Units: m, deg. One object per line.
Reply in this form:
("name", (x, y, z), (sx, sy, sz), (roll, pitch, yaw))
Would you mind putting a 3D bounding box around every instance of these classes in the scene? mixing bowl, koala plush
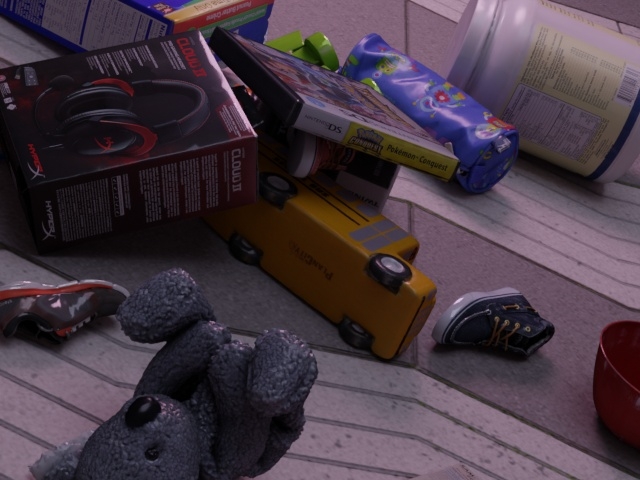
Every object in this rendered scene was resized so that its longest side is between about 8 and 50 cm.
("mixing bowl", (0.400, 0.191, 1.726), (0.181, 0.098, 0.181), (18, 29, -10))
("koala plush", (-0.136, 0.183, 1.304), (0.196, 0.203, 0.221), (27, 49, 22))

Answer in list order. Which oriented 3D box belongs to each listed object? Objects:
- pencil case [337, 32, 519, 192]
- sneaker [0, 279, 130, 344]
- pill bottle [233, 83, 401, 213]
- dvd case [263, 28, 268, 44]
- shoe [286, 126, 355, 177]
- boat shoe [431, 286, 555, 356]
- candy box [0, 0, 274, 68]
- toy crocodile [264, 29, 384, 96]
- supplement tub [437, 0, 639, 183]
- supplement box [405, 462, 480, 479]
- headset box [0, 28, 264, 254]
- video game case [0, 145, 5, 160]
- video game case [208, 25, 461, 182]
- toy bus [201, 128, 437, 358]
("pencil case", (0.155, -0.189, 2.147), (0.306, 0.119, 0.133), (37, 42, 21))
("sneaker", (-0.267, 0.080, 1.477), (0.158, 0.061, 0.065), (0, 64, -35))
("pill bottle", (-0.019, -0.122, 1.897), (0.246, 0.130, 0.130), (22, 29, -2))
("dvd case", (-0.126, -0.335, 2.284), (0.087, 0.013, 0.119), (19, 30, -10))
("shoe", (0.005, -0.114, 1.749), (0.081, 0.063, 0.178), (20, 19, -11))
("boat shoe", (0.218, 0.107, 1.762), (0.083, 0.065, 0.183), (39, 32, 28))
("candy box", (-0.270, -0.350, 2.063), (0.317, 0.122, 0.268), (29, 30, 19))
("toy crocodile", (0.007, -0.204, 2.086), (0.115, 0.105, 0.340), (-32, 50, -10))
("supplement tub", (0.363, -0.252, 2.283), (0.325, 0.235, 0.235), (22, 29, -4))
("supplement box", (0.110, 0.265, 1.429), (0.098, 0.062, 0.036), (-7, 40, -44))
("headset box", (-0.215, -0.123, 1.657), (0.293, 0.110, 0.218), (-14, 47, -16))
("video game case", (-0.407, -0.136, 1.749), (0.166, 0.015, 0.119), (4, 35, -32))
("video game case", (0.014, -0.173, 1.780), (0.248, 0.035, 0.275), (17, 18, -32))
("toy bus", (0.000, 0.000, 1.735), (0.333, 0.108, 0.130), (36, 30, 21))
